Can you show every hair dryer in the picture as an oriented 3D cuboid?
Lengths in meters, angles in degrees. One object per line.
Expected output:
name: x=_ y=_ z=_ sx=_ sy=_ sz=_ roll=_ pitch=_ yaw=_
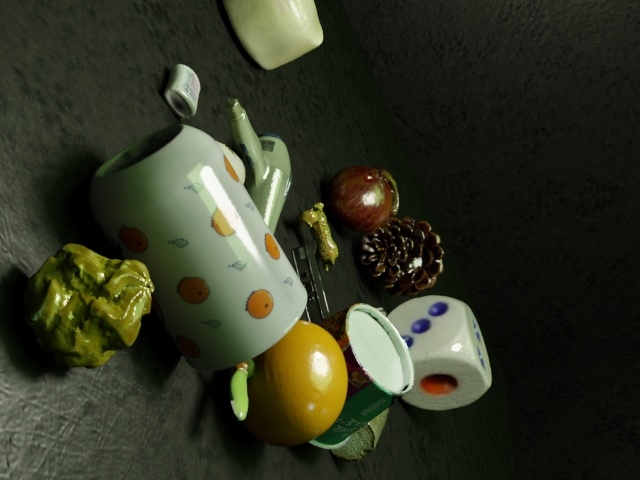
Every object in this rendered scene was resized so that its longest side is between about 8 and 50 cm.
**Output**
hair dryer: x=-0.133 y=-0.092 z=1.442 sx=0.298 sy=0.119 sz=0.295 roll=36 pitch=52 yaw=-75

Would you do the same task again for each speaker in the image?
speaker: x=-0.021 y=0.107 z=1.701 sx=0.046 sy=0.040 sz=0.191 roll=16 pitch=58 yaw=-67

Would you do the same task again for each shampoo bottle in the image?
shampoo bottle: x=-0.258 y=-0.285 z=1.401 sx=0.099 sy=0.043 sz=0.072 roll=-90 pitch=155 yaw=-44

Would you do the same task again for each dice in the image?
dice: x=0.332 y=0.323 z=2.154 sx=0.251 sy=0.259 sz=0.243 roll=-85 pitch=153 yaw=-51

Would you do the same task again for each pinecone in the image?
pinecone: x=0.231 y=0.042 z=2.166 sx=0.292 sy=0.246 sz=0.246 roll=19 pitch=55 yaw=-64

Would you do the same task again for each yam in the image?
yam: x=0.088 y=0.394 z=1.637 sx=0.194 sy=0.107 sz=0.107 roll=-35 pitch=105 yaw=-71

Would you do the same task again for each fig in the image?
fig: x=0.117 y=-0.120 z=2.053 sx=0.205 sy=0.205 sz=0.205 roll=54 pitch=26 yaw=-41

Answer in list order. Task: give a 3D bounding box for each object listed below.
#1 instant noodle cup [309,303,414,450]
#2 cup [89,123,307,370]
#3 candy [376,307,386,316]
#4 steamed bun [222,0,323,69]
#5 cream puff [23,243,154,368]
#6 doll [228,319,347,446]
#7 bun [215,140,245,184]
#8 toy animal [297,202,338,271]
instant noodle cup: x=0.050 y=0.248 z=1.433 sx=0.251 sy=0.190 sz=0.251 roll=37 pitch=33 yaw=-29
cup: x=-0.181 y=0.002 z=1.092 sx=0.317 sy=0.212 sz=0.212 roll=62 pitch=21 yaw=-23
candy: x=0.164 y=0.282 z=2.030 sx=0.094 sy=0.051 sz=0.226 roll=24 pitch=49 yaw=-41
steamed bun: x=-0.115 y=-0.542 z=1.794 sx=0.250 sy=0.200 sz=0.154 roll=56 pitch=25 yaw=-32
cream puff: x=-0.270 y=0.075 z=0.895 sx=0.156 sy=0.156 sz=0.121 roll=57 pitch=-7 yaw=-36
doll: x=-0.072 y=0.225 z=1.234 sx=0.236 sy=0.213 sz=0.213 roll=30 pitch=43 yaw=-43
bun: x=-0.208 y=-0.109 z=1.317 sx=0.138 sy=0.094 sz=0.138 roll=20 pitch=44 yaw=-21
toy animal: x=0.000 y=0.000 z=1.763 sx=0.136 sy=0.073 sz=0.181 roll=-122 pitch=-165 yaw=-78
